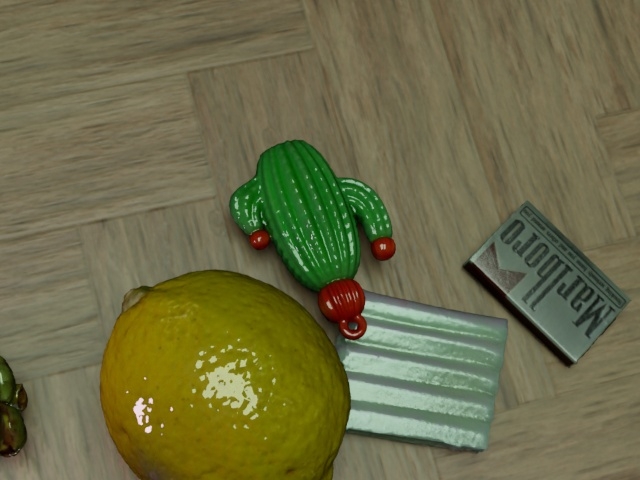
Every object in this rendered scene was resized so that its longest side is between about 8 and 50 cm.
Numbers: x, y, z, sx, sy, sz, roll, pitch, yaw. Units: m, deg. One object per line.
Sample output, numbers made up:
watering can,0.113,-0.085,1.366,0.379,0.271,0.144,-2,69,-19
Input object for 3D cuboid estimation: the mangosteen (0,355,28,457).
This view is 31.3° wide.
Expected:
mangosteen,-0.397,0.165,1.200,0.180,0.166,0.166,8,70,-33

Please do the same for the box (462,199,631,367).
box,0.274,0.052,1.382,0.177,0.036,0.115,45,73,7

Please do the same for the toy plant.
toy plant,0.006,-0.012,1.333,0.240,0.088,0.154,43,69,13

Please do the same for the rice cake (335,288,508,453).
rice cake,0.110,0.153,1.327,0.198,0.037,0.189,17,70,-2

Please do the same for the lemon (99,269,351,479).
lemon,-0.098,0.160,1.192,0.267,0.267,0.267,2,73,-7
